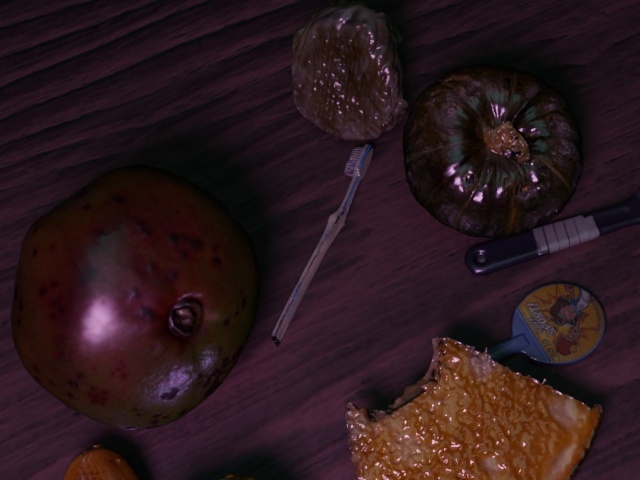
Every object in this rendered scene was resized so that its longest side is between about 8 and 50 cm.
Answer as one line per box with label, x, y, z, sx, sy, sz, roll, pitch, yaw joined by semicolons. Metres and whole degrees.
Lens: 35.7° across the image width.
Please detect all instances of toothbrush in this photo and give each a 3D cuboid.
toothbrush;0.005;0.001;1.245;0.028;0.026;0.294;11;65;29

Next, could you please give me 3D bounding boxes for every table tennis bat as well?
table tennis bat;0.264;0.107;1.180;0.155;0.019;0.100;-23;67;-8

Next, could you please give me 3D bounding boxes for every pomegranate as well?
pomegranate;-0.219;0.072;1.139;0.290;0.323;0.291;7;74;-25

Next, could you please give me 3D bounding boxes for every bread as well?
bread;-0.238;0.323;1.094;0.114;0.077;0.189;-13;65;21

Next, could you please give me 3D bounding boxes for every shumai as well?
shumai;0.051;-0.230;1.312;0.184;0.184;0.142;27;41;16

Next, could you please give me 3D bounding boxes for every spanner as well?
spanner;0.328;-0.020;1.232;0.315;0.024;0.087;-16;64;-1

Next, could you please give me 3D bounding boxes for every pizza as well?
pizza;0.143;0.235;1.095;0.323;0.089;0.223;-35;74;-13

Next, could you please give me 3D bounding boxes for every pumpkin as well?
pumpkin;0.207;-0.110;1.207;0.223;0.157;0.224;0;76;1

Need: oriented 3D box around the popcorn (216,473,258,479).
popcorn;-0.094;0.344;1.034;0.197;0.155;0.198;-4;76;16
